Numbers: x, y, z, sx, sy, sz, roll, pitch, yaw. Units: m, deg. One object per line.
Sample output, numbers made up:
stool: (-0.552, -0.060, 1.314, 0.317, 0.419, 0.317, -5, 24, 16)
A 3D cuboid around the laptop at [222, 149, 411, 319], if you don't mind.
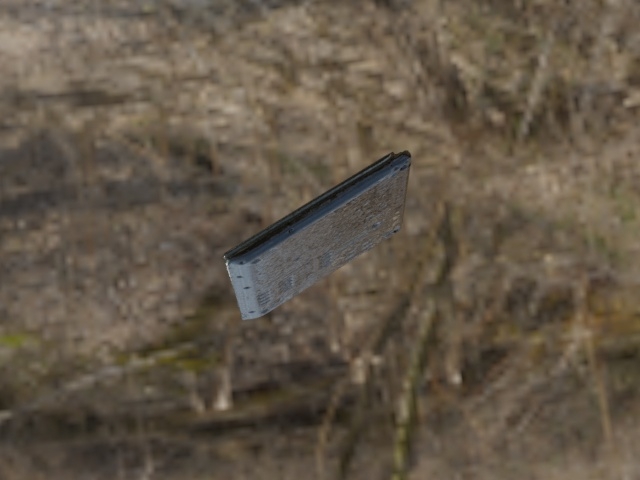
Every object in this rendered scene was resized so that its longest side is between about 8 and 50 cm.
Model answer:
laptop: (0.000, 0.000, 1.157, 0.129, 0.016, 0.180, -32, 167, -6)
